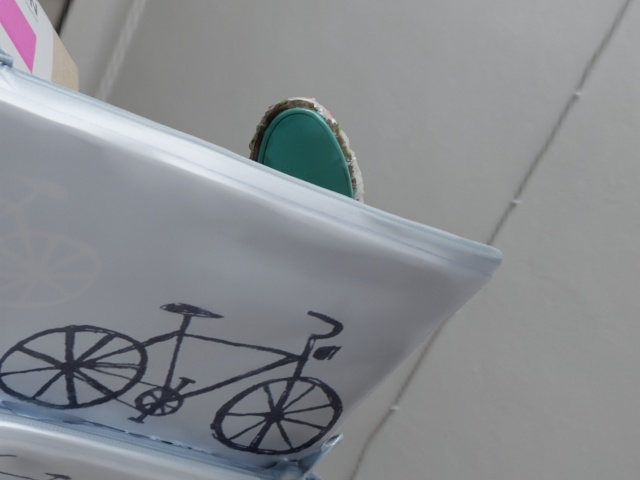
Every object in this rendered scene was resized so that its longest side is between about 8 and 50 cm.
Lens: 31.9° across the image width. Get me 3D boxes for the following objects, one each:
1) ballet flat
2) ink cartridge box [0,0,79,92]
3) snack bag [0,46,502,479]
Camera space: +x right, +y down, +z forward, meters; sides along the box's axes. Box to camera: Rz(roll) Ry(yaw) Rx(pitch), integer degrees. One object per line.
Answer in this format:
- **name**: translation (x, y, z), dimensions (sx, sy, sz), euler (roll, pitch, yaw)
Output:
- **ballet flat**: translation (0.000, 0.000, 0.838), dimensions (0.077, 0.091, 0.241), euler (-91, 169, -65)
- **ink cartridge box**: translation (-0.226, -0.096, 0.421), dimensions (0.193, 0.235, 0.088), euler (-12, -130, 8)
- **snack bag**: translation (-0.120, 0.080, 0.476), dimensions (0.342, 0.323, 0.037), euler (-48, -138, 27)
